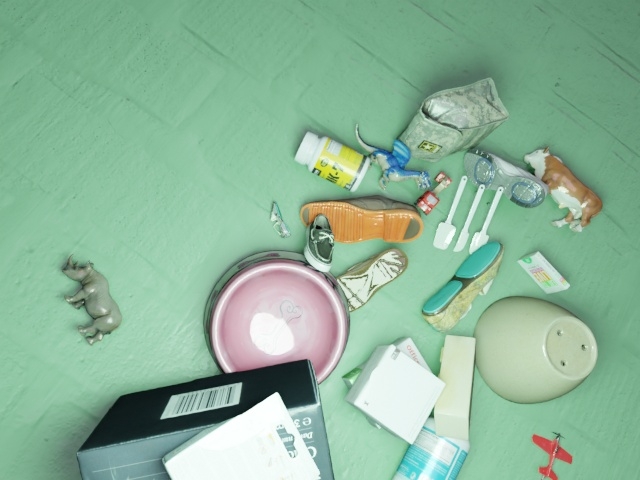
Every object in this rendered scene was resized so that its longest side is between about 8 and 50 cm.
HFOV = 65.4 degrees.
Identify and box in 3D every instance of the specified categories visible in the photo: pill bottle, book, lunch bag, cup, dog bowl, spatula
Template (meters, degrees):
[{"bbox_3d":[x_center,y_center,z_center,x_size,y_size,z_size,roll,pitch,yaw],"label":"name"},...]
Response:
[{"bbox_3d":[0.314,0.591,1.365,0.146,0.146,0.264,35,73,-2],"label":"pill bottle"},{"bbox_3d":[0.034,-0.242,1.516,0.208,0.119,0.119,25,73,-5],"label":"pill bottle"},{"bbox_3d":[0.710,0.101,1.588,0.035,0.096,0.144,-43,88,-17],"label":"book"},{"bbox_3d":[0.391,-0.357,1.556,0.287,0.235,0.169,-18,80,-15],"label":"lunch bag"},{"bbox_3d":[0.652,0.313,1.454,0.331,0.237,0.331,3,76,-11],"label":"cup"},{"bbox_3d":[-0.110,0.227,1.320,0.408,0.150,0.408,0,88,-6],"label":"dog bowl"},{"bbox_3d":[0.467,-0.072,1.569,0.168,0.019,0.242,17,102,-2],"label":"spatula"}]

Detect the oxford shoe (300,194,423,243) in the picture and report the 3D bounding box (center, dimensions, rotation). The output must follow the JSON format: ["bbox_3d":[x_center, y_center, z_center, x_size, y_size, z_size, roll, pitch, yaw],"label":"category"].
[{"bbox_3d":[0.122,-0.073,1.513,0.363,0.130,0.133,7,32,1],"label":"oxford shoe"}]

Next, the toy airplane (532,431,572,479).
[{"bbox_3d":[0.690,0.648,1.492,0.151,0.028,0.151,3,77,-12],"label":"toy airplane"}]

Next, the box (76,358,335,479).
[{"bbox_3d":[-0.203,0.569,1.101,0.479,0.297,0.472,-10,96,-4],"label":"box"}]

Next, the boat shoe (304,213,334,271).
[{"bbox_3d":[0.000,0.000,1.373,0.077,0.070,0.219,21,29,-20],"label":"boat shoe"}]

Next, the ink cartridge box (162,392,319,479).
[{"bbox_3d":[-0.146,0.424,0.935,0.232,0.066,0.189,-29,94,-25],"label":"ink cartridge box"}]

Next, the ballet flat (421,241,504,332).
[{"bbox_3d":[0.449,0.148,1.525,0.348,0.123,0.123,-41,88,-18],"label":"ballet flat"}]

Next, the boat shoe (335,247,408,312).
[{"bbox_3d":[0.118,0.122,1.463,0.302,0.098,0.109,-34,91,1],"label":"boat shoe"}]

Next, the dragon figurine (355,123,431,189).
[{"bbox_3d":[0.227,-0.256,1.573,0.144,0.085,0.289,-29,75,-17],"label":"dragon figurine"}]

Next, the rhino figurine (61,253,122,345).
[{"bbox_3d":[-0.608,0.145,1.317,0.106,0.073,0.243,-25,82,-12],"label":"rhino figurine"}]

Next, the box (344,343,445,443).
[{"bbox_3d":[0.191,0.395,1.302,0.182,0.119,0.181,36,74,-2],"label":"box"}]

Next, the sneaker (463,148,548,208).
[{"bbox_3d":[0.595,-0.203,1.612,0.297,0.111,0.129,40,36,26],"label":"sneaker"}]

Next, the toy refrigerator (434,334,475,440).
[{"bbox_3d":[0.370,0.396,1.372,0.094,0.102,0.269,3,38,21],"label":"toy refrigerator"}]

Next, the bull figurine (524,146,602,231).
[{"bbox_3d":[0.797,-0.169,1.669,0.310,0.101,0.188,40,80,6],"label":"bull figurine"}]

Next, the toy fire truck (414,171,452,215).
[{"bbox_3d":[0.354,-0.148,1.552,0.047,0.192,0.135,41,101,0],"label":"toy fire truck"}]

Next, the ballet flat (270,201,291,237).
[{"bbox_3d":[-0.126,-0.058,1.483,0.041,0.041,0.114,-23,82,-16],"label":"ballet flat"}]

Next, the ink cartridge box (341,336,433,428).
[{"bbox_3d":[0.198,0.397,1.414,0.219,0.092,0.160,-31,85,-16],"label":"ink cartridge box"}]
